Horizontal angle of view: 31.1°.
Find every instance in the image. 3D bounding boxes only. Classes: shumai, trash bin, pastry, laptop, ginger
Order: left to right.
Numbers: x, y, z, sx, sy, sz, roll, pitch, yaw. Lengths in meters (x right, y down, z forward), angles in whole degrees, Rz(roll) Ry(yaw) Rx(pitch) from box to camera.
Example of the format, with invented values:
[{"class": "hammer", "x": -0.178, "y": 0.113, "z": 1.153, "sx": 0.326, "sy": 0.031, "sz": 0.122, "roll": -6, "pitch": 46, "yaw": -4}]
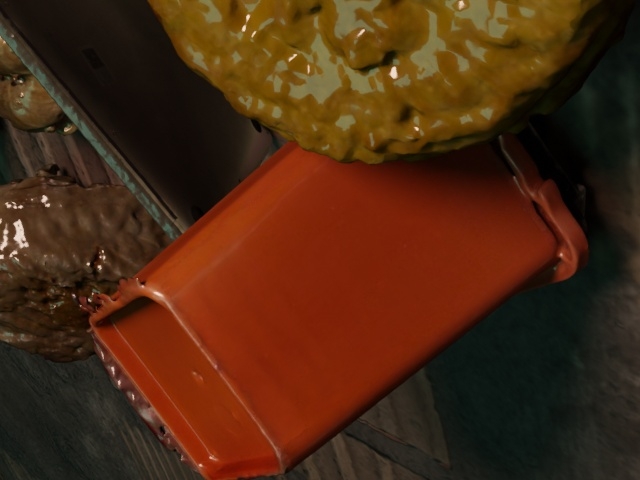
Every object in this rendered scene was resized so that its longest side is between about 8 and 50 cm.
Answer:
[{"class": "ginger", "x": -0.246, "y": -0.173, "z": 0.913, "sx": 0.104, "sy": 0.080, "sz": 0.204, "roll": 39, "pitch": 151, "yaw": 30}, {"class": "shumai", "x": -0.222, "y": -0.004, "z": 1.047, "sx": 0.184, "sy": 0.218, "sz": 0.185, "roll": 91, "pitch": 170, "yaw": -45}, {"class": "laptop", "x": -0.129, "y": -0.129, "z": 0.703, "sx": 0.015, "sy": 0.188, "sz": 0.269, "roll": -31, "pitch": 107, "yaw": 25}, {"class": "trash bin", "x": 0.000, "y": 0.000, "z": 0.612, "sx": 0.184, "sy": 0.238, "sz": 0.161, "roll": 55, "pitch": 150, "yaw": -4}, {"class": "pastry", "x": 0.029, "y": -0.147, "z": 0.470, "sx": 0.235, "sy": 0.132, "sz": 0.240, "roll": -14, "pitch": 125, "yaw": 42}]
